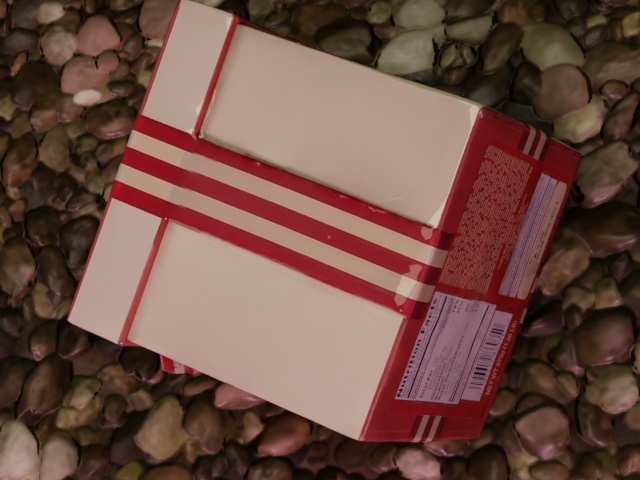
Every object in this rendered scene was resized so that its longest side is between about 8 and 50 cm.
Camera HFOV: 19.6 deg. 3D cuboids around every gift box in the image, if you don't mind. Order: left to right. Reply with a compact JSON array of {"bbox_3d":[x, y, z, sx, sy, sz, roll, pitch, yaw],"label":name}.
[{"bbox_3d":[0.000,0.000,1.256,0.258,0.276,0.255,22,89,23],"label":"gift box"}]
